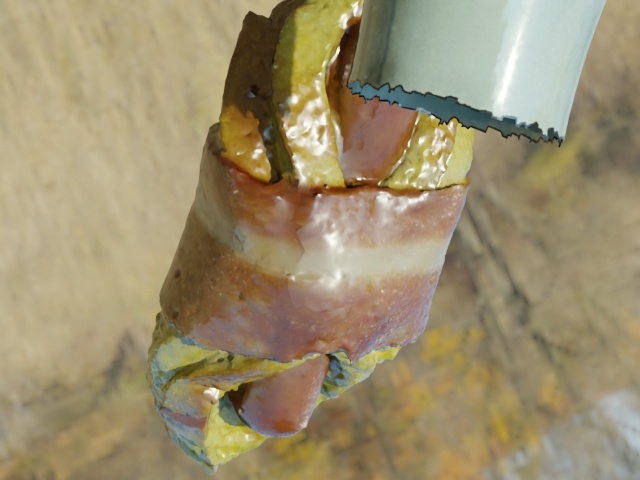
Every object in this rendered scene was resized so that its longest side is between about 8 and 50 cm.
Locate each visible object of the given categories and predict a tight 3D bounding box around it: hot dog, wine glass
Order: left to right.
[{"bbox_3d":[0.000,0.003,0.837,0.123,0.093,0.261,-5,124,-32],"label":"hot dog"},{"bbox_3d":[0.068,-0.136,0.658,0.093,0.202,0.093,13,-178,0],"label":"wine glass"}]
